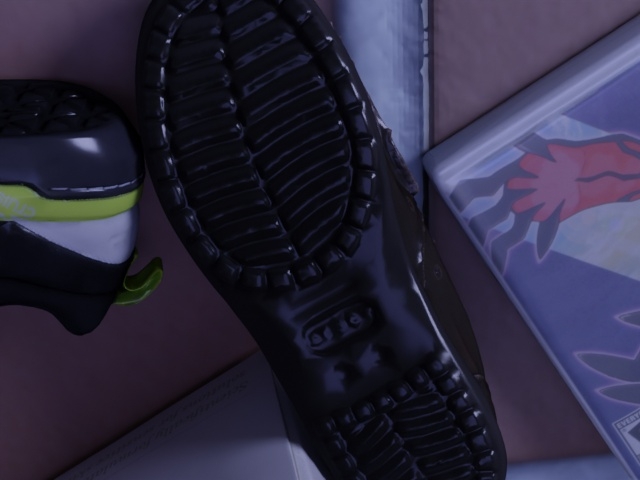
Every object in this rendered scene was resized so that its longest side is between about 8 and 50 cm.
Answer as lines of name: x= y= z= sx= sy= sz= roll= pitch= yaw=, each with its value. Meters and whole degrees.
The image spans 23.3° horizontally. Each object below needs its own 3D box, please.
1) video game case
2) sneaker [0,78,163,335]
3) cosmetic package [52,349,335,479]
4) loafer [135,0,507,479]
video game case: x=0.170 y=-0.015 z=0.608 sx=0.201 sy=0.023 sz=0.183 roll=-33 pitch=115 yaw=7
sneaker: x=-0.170 y=0.001 z=0.529 sx=0.234 sy=0.084 sz=0.097 roll=1 pitch=116 yaw=-9
cosmetic package: x=0.005 y=0.252 z=0.634 sx=0.197 sy=0.155 sz=0.366 roll=-31 pitch=115 yaw=5
loafer: x=0.000 y=0.000 z=0.563 sx=0.080 sy=0.078 sz=0.220 roll=-20 pitch=100 yaw=11
